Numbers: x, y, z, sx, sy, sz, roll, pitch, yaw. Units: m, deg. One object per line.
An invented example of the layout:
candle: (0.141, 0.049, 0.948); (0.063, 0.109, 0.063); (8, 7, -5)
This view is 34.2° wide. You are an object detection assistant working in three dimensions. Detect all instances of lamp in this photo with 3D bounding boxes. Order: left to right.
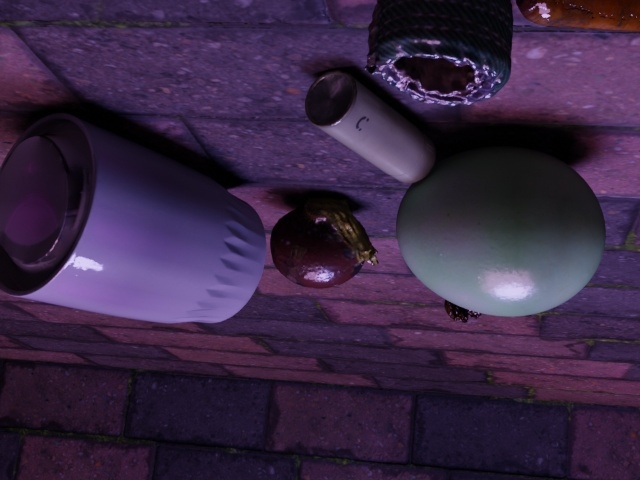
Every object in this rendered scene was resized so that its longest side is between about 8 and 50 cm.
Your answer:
lamp: (-0.002, -0.003, 1.638); (0.157, 0.156, 0.135); (-20, 131, -23)

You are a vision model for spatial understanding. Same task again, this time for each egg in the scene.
egg: (0.230, -0.014, 1.346); (0.269, 0.221, 0.220); (11, 166, 19)

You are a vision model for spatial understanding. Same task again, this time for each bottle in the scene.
bottle: (0.065, -0.134, 1.260); (0.072, 0.072, 0.201); (-5, 160, 34)

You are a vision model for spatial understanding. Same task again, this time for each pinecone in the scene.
pinecone: (0.288, 0.126, 2.076); (0.083, 0.077, 0.077); (-23, 159, 5)

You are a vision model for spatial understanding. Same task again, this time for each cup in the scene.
cup: (-0.274, -0.009, 1.492); (0.253, 0.253, 0.371); (-8, 160, 40)

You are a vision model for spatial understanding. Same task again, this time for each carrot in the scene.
carrot: (0.255, -0.218, 0.949); (0.161, 0.055, 0.055); (4, 165, -18)

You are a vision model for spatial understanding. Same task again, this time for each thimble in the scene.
thimble: (0.119, -0.194, 1.004); (0.135, 0.090, 0.118); (15, 159, -22)
